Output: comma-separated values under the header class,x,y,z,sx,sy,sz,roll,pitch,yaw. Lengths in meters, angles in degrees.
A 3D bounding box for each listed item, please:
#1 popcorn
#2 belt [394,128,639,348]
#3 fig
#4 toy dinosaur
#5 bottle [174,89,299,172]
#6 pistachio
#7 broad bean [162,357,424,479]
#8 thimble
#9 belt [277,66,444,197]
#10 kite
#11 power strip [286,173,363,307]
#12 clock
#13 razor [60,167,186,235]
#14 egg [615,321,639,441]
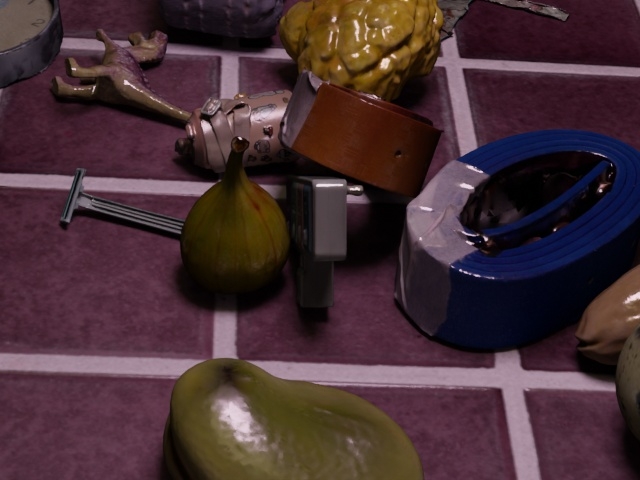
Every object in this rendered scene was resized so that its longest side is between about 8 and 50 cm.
class,x,y,z,sx,sy,sz,roll,pitch,yaw
popcorn,0.042,-0.261,1.958,0.203,0.226,0.200,22,-1,25
belt,0.237,-0.012,1.745,0.347,0.117,0.212,-29,52,-35
fig,-0.095,-0.040,1.644,0.124,0.236,0.124,0,48,0
toy dinosaur,-0.234,-0.203,1.955,0.199,0.072,0.251,-5,30,-28
bottle,-0.103,-0.133,1.866,0.152,0.099,0.099,-8,41,-14
pistachio,0.360,0.078,1.663,0.185,0.108,0.126,-21,9,-25
broad bean,-0.029,0.206,1.448,0.263,0.121,0.189,15,44,8
thimble,-0.125,-0.383,2.090,0.172,0.205,0.236,12,10,-2
belt,0.044,-0.122,1.766,0.184,0.105,0.261,22,6,10
kite,0.215,-0.371,2.259,0.314,0.011,0.335,20,43,15
power strip,0.000,0.000,1.681,0.061,0.145,0.215,1,5,-8
clock,-0.484,-0.297,2.044,0.280,0.055,0.281,3,40,-3
razor,-0.203,-0.028,1.770,0.191,0.037,0.068,15,83,6
egg,0.403,0.139,1.541,0.228,0.177,0.177,-14,42,-39
